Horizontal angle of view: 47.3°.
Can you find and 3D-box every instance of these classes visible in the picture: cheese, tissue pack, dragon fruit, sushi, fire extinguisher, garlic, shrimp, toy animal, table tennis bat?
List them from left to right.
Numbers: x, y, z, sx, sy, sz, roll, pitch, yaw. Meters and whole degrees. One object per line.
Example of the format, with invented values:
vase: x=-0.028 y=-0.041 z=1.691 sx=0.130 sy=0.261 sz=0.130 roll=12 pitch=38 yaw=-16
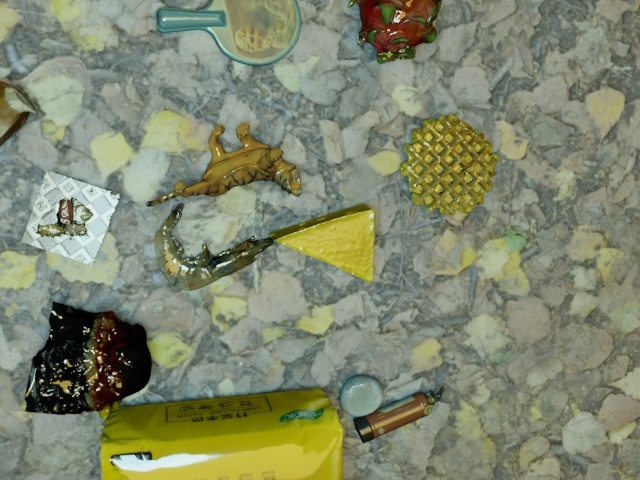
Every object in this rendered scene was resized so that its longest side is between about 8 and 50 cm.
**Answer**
garlic: x=-0.524 y=-0.159 z=1.092 sx=0.198 sy=0.128 sz=0.090 roll=-37 pitch=120 yaw=-8
sushi: x=-0.405 y=-0.037 z=1.192 sx=0.120 sy=0.026 sz=0.125 roll=21 pitch=89 yaw=-12
sushi: x=-0.355 y=0.197 z=1.175 sx=0.151 sy=0.153 sz=0.172 roll=5 pitch=77 yaw=7
shrimp: x=-0.188 y=-0.004 z=1.242 sx=0.195 sy=0.035 sz=0.147 roll=-24 pitch=101 yaw=-6
toy animal: x=-0.165 y=-0.108 z=1.208 sx=0.255 sy=0.114 sz=0.116 roll=-18 pitch=145 yaw=-5
tissue pack: x=-0.159 y=0.420 z=1.213 sx=0.382 sy=0.228 sz=0.293 roll=-3 pitch=97 yaw=-13
table tennis bat: x=-0.147 y=-0.361 z=1.194 sx=0.237 sy=0.038 sz=0.149 roll=-4 pitch=100 yaw=-15
cheese: x=0.000 y=0.000 z=1.251 sx=0.171 sy=0.093 sz=0.126 roll=1 pitch=101 yaw=-12
fire extinguisher: x=0.149 y=0.318 z=1.354 sx=0.177 sy=0.050 sz=0.062 roll=-22 pitch=136 yaw=-9
dragon fruit: x=0.137 y=-0.404 z=1.198 sx=0.135 sy=0.137 sz=0.235 roll=23 pitch=92 yaw=22

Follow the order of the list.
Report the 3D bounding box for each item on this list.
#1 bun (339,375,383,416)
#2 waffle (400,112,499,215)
bun: x=0.073 y=0.282 z=1.335 sx=0.083 sy=0.045 sz=0.083 roll=-2 pitch=100 yaw=-9
waffle: x=0.230 y=-0.132 z=1.309 sx=0.191 sy=0.038 sz=0.191 roll=-2 pitch=100 yaw=-12
